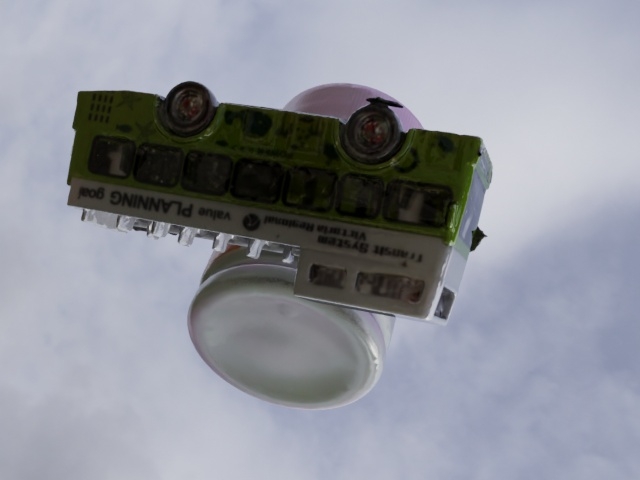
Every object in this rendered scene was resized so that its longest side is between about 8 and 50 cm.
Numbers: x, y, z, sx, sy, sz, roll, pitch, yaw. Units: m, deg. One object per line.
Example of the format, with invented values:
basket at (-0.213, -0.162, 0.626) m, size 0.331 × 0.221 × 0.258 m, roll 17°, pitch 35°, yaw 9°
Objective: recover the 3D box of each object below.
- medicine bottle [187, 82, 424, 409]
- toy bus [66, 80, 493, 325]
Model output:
medicine bottle at (0.000, 0.000, 1.010) m, size 0.202 × 0.202 × 0.316 m, roll -22°, pitch -147°, yaw 35°
toy bus at (-0.034, -0.032, 0.685) m, size 0.301 × 0.113 × 0.139 m, roll 10°, pitch -96°, yaw 17°
